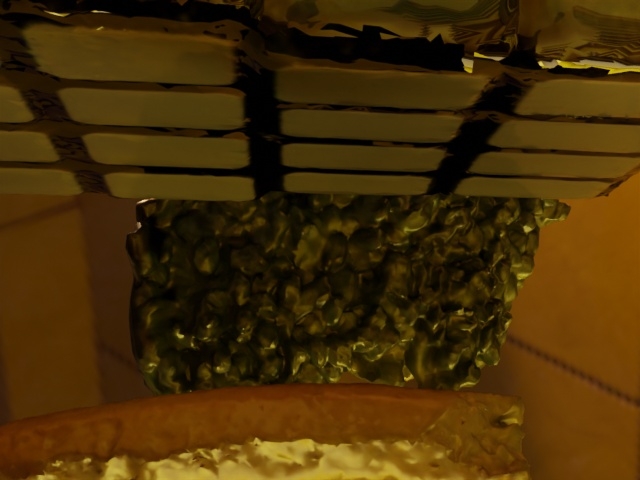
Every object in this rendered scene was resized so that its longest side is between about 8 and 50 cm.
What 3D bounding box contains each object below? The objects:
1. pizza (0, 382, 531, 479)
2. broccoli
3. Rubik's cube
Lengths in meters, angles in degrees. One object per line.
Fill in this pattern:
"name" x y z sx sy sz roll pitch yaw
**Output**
"pizza" -0.002 0.092 0.562 0.181 0.262 0.034 -21 59 25
"broccoli" 0.000 0.000 1.056 0.248 0.288 0.245 69 154 16
"Rubik's cube" -0.017 -0.204 0.744 0.344 0.337 0.344 97 176 -82
